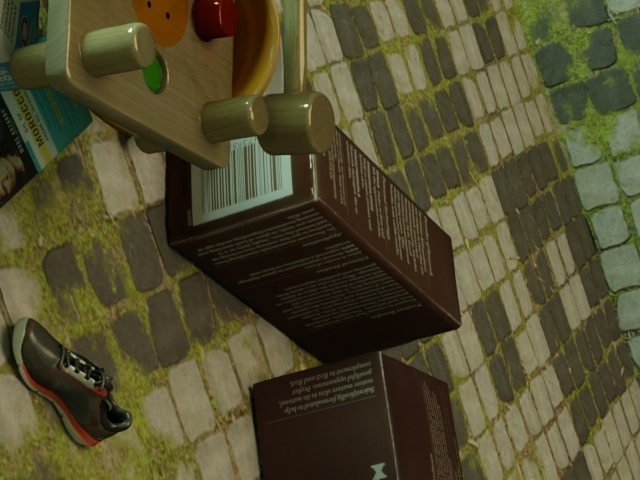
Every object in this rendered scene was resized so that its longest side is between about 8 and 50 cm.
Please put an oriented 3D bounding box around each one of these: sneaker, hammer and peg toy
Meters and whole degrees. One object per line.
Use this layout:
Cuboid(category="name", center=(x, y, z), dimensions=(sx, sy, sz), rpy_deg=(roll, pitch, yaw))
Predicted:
Cuboid(category="sneaker", center=(-0.225, 0.124, 1.762), dimensions=(0.158, 0.064, 0.061), rpy_deg=(56, 28, -36))
Cuboid(category="hammer and peg toy", center=(-0.122, -0.204, 1.659), dimensions=(0.361, 0.127, 0.266), rpy_deg=(26, 61, -59))

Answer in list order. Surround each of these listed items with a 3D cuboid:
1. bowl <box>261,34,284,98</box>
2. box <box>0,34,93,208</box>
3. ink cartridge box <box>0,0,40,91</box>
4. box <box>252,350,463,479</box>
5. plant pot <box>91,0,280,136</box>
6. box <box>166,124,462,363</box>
Cuboid(category="bowl", center=(-0.099, -0.235, 2.325), dimensions=(0.142, 0.053, 0.142), rpy_deg=(42, 37, -52))
Cuboid(category="box", center=(-0.297, -0.105, 1.761), dimensions=(0.101, 0.060, 0.244), rpy_deg=(66, 23, -17))
Cuboid(category="ink cartridge box", center=(-0.340, -0.240, 1.528), dimensions=(0.233, 0.168, 0.171), rpy_deg=(62, 26, -65))
Cuboid(category="box", center=(0.048, 0.241, 2.181), dimensions=(0.203, 0.168, 0.167), rpy_deg=(30, 49, -60))
Cuboid(category="plant pot", center=(-0.162, -0.196, 1.850), dimensions=(0.205, 0.205, 0.188), rpy_deg=(70, -15, -8))
Cuboid(category="box", center=(0.000, 0.000, 2.211), dimensions=(0.381, 0.191, 0.143), rpy_deg=(43, 37, -51))
